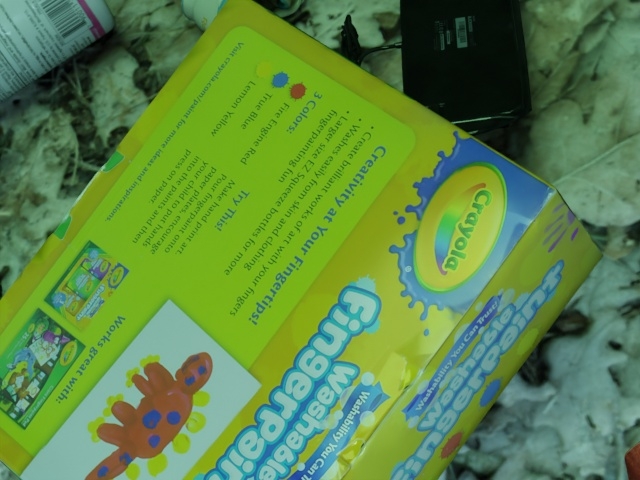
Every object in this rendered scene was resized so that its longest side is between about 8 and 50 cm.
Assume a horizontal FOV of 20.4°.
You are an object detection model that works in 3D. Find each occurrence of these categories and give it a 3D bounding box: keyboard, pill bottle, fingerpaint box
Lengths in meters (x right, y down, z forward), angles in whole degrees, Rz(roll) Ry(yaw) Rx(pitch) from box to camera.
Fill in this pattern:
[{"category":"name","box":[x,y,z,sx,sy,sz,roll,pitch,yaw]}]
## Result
[{"category":"keyboard","box":[0.105,-0.194,1.801,0.201,0.033,0.317,-7,37,7]},{"category":"pill bottle","box":[-0.385,-0.228,1.974,0.283,0.160,0.160,-34,55,-3]},{"category":"fingerpaint box","box":[-0.048,0.073,1.508,0.371,0.163,0.445,34,86,30]}]

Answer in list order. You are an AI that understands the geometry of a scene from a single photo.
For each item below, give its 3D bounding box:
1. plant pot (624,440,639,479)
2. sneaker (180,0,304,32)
[{"category":"plant pot","box":[0.414,0.221,1.370,0.267,0.267,0.236,-31,67,-1]},{"category":"sneaker","box":[-0.042,-0.303,1.953,0.229,0.087,0.092,-46,63,-3]}]
